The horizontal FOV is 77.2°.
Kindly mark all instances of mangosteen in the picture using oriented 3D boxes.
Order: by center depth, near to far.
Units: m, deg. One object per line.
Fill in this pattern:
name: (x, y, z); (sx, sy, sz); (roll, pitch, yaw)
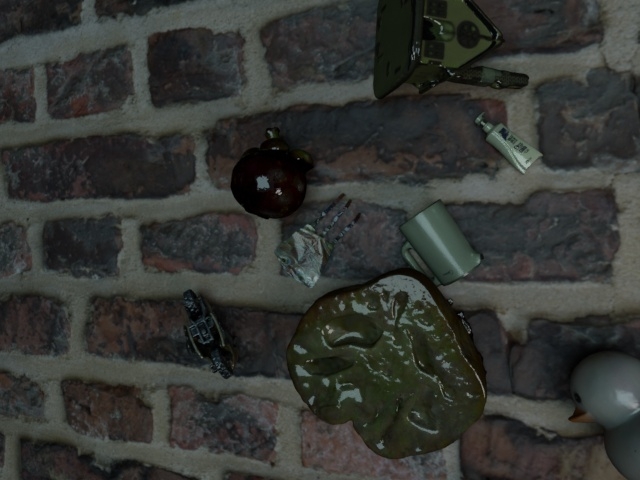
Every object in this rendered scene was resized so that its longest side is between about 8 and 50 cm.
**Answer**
mangosteen: (-0.099, -0.132, 0.849); (0.172, 0.172, 0.184); (40, 84, 12)

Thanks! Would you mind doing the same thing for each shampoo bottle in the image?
shampoo bottle: (0.351, -0.189, 0.767); (0.141, 0.034, 0.049); (45, 110, 12)

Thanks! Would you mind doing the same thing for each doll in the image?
doll: (0.547, 0.273, 0.662); (0.251, 0.221, 0.220); (-31, 84, 20)

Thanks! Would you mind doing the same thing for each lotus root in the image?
lotus root: (0.131, 0.235, 0.807); (0.391, 0.111, 0.374); (17, 101, 16)

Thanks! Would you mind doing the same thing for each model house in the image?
model house: (0.255, -0.375, 0.737); (0.279, 0.205, 0.218); (1, 95, -12)

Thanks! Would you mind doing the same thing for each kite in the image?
kite: (0.001, 0.000, 0.899); (0.127, 0.016, 0.229); (47, 108, 7)

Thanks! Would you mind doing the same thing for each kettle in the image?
kettle: (0.223, 0.013, 0.786); (0.127, 0.098, 0.148); (-35, 86, 11)

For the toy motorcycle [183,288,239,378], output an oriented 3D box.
toy motorcycle: (-0.261, 0.224, 0.947); (0.094, 0.129, 0.229); (-30, 69, -6)

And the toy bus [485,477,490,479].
toy bus: (0.420, 0.566, 0.745); (0.234, 0.116, 0.133); (14, 97, 18)
